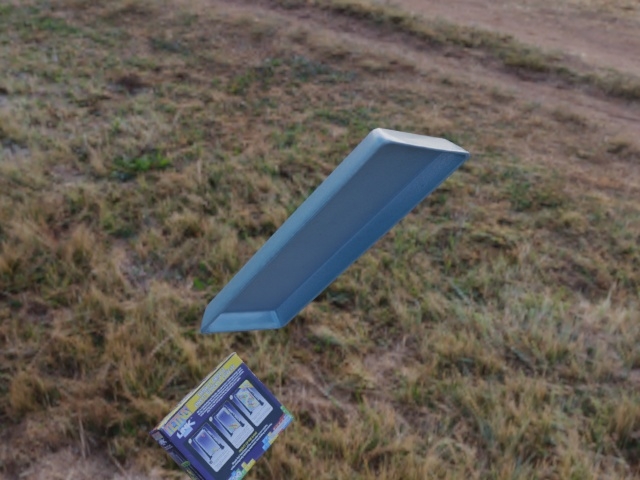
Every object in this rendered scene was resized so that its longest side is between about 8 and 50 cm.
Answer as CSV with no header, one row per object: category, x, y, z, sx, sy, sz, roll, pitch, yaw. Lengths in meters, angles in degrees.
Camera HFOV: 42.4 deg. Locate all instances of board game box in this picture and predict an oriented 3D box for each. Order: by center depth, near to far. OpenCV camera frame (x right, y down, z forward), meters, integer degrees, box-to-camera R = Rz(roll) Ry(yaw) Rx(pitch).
board game box,-0.144,0.276,1.229,0.141,0.048,0.170,48,54,-3

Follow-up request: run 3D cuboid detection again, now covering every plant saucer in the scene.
plant saucer,0.000,0.000,0.476,0.067,0.192,0.018,2,56,-41
